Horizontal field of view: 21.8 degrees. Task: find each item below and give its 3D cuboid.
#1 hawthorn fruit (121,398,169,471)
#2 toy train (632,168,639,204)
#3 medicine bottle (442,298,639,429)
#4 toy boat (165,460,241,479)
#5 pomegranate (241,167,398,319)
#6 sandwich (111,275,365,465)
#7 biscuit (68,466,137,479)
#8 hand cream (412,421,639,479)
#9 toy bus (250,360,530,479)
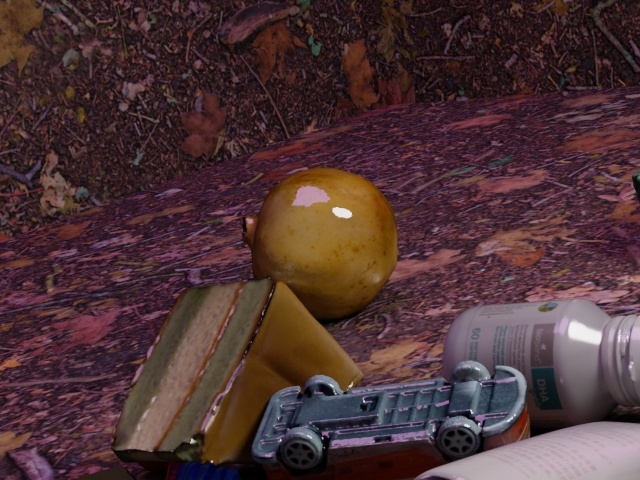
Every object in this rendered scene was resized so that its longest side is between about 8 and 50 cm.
[{"bbox_3d":[-0.165,0.205,1.865,0.128,0.128,0.128,-12,12,3],"label":"hawthorn fruit"},{"bbox_3d":[0.577,-0.077,2.328,0.238,0.166,0.299,-17,6,33],"label":"toy train"},{"bbox_3d":[0.248,0.129,1.725,0.215,0.135,0.135,-6,14,31],"label":"medicine bottle"},{"bbox_3d":[-0.209,0.283,1.497,0.318,0.072,0.219,-20,17,-14],"label":"toy boat"},{"bbox_3d":[0.007,0.003,2.367,0.233,0.233,0.233,-12,12,3],"label":"pomegranate"},{"bbox_3d":[-0.082,0.187,1.741,0.155,0.198,0.227,-7,44,41],"label":"sandwich"},{"bbox_3d":[-0.199,0.293,1.624,0.099,0.038,0.322,-17,18,-14],"label":"biscuit"},{"bbox_3d":[0.218,0.217,1.458,0.359,0.118,0.186,-13,7,-42],"label":"hand cream"},{"bbox_3d":[0.076,0.198,1.604,0.265,0.119,0.121,-8,26,17],"label":"toy bus"}]
